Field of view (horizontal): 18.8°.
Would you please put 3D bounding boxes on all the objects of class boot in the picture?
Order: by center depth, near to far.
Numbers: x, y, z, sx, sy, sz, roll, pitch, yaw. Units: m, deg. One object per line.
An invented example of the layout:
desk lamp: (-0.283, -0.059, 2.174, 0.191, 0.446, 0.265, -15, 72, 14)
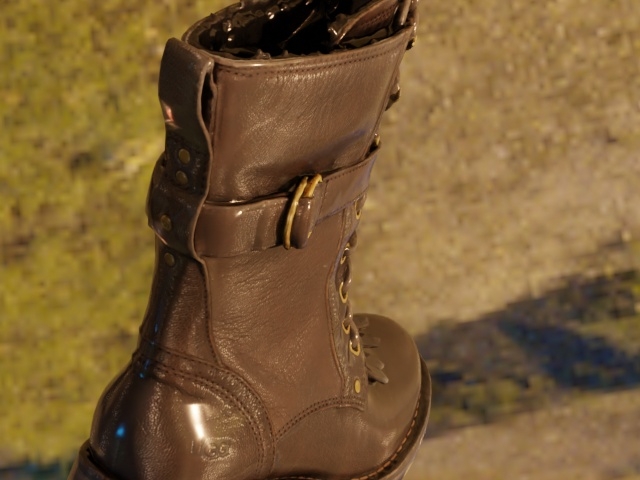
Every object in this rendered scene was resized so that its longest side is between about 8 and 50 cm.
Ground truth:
boot: (0.000, 0.000, 0.791, 0.091, 0.229, 0.263, 25, -158, 22)
